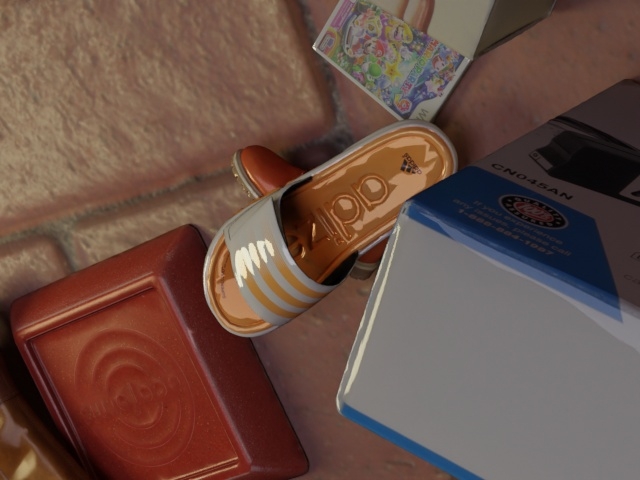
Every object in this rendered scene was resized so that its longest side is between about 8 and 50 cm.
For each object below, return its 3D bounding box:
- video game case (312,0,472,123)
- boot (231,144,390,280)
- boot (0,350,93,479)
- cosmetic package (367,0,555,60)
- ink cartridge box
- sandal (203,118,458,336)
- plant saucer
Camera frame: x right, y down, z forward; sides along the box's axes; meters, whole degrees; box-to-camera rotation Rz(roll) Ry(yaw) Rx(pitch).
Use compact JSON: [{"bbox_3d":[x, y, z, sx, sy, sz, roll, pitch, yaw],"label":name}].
[{"bbox_3d":[0.059,-0.156,1.470,0.122,0.011,0.087,41,123,12],"label":"video game case"},{"bbox_3d":[0.000,-0.046,1.523,0.158,0.059,0.085,36,119,5],"label":"boot"},{"bbox_3d":[-0.344,0.224,1.801,0.280,0.096,0.264,52,127,3],"label":"boot"},{"bbox_3d":[0.045,-0.274,1.352,0.296,0.153,0.129,33,123,19],"label":"cosmetic package"},{"bbox_3d":[0.238,0.048,1.207,0.285,0.395,0.166,27,117,20],"label":"ink cartridge box"},{"bbox_3d":[-0.006,-0.009,1.464,0.265,0.076,0.102,-38,93,25],"label":"sandal"},{"bbox_3d":[-0.170,0.145,1.698,0.258,0.047,0.259,-22,96,35],"label":"plant saucer"}]
